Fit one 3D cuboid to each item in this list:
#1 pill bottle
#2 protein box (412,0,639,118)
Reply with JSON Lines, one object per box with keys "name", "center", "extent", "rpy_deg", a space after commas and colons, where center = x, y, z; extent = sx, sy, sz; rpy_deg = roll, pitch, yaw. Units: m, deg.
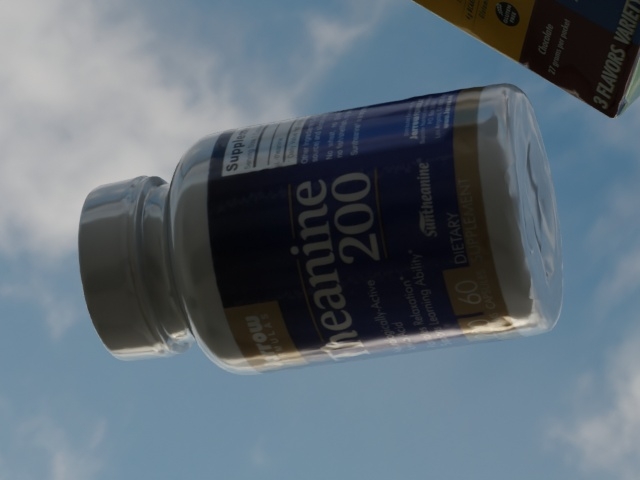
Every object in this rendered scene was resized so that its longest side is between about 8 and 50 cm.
{"name": "pill bottle", "center": [0.000, 0.000, 0.520], "extent": [0.120, 0.067, 0.067], "rpy_deg": [-9, -70, 15]}
{"name": "protein box", "center": [0.114, -0.199, 0.883], "extent": [0.201, 0.200, 0.136], "rpy_deg": [33, -39, 18]}
